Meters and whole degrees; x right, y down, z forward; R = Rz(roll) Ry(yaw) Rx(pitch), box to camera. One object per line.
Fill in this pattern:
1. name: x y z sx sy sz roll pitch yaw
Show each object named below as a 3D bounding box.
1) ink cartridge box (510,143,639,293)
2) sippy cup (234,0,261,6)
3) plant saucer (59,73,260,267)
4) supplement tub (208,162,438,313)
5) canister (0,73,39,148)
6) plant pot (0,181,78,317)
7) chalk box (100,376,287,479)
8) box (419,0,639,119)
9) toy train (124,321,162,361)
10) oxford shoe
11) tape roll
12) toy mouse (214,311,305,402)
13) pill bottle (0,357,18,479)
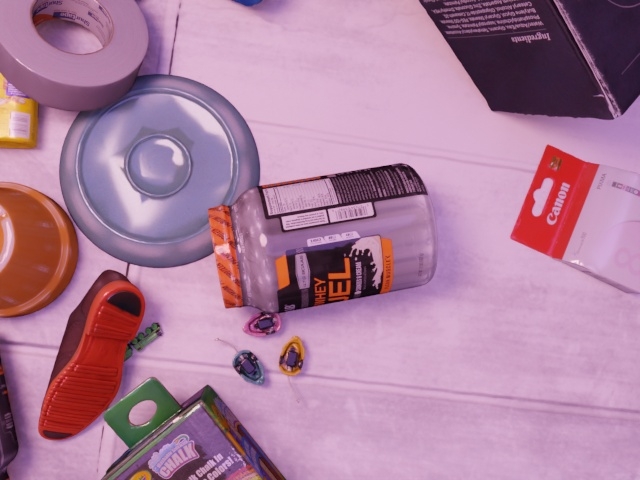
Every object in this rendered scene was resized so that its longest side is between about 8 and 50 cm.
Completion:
1. ink cartridge box: 0.466 -0.039 1.138 0.232 0.066 0.189 25 82 -8
2. sippy cup: -0.122 -0.500 1.037 0.240 0.305 0.224 24 94 -39
3. plant saucer: -0.254 -0.116 1.065 0.317 0.044 0.318 1 85 -7
4. supplement tub: 0.000 0.000 1.008 0.316 0.193 0.194 -10 86 -7
5. canister: -0.495 -0.231 1.031 0.126 0.073 0.170 2 86 -7
6. plant pot: -0.470 0.008 0.952 0.205 0.188 0.205 1 85 -7
7. chalk box: -0.185 0.331 0.963 0.180 0.179 0.289 -38 89 -8
8. box: 0.368 -0.513 0.971 0.480 0.297 0.472 -47 115 -9
9. toy train: -0.282 0.159 1.047 0.083 0.017 0.024 -36 99 -9
10. oxford shoe: -0.349 0.172 1.013 0.097 0.098 0.271 25 96 -39
11. tape roll: -0.372 -0.304 0.999 0.219 0.072 0.219 11 63 -23
12. toy mouse: -0.096 0.167 1.061 0.143 0.031 0.161 7 83 -6
13. pill bottle: -0.509 0.256 0.954 0.130 0.130 0.246 -13 86 -8
